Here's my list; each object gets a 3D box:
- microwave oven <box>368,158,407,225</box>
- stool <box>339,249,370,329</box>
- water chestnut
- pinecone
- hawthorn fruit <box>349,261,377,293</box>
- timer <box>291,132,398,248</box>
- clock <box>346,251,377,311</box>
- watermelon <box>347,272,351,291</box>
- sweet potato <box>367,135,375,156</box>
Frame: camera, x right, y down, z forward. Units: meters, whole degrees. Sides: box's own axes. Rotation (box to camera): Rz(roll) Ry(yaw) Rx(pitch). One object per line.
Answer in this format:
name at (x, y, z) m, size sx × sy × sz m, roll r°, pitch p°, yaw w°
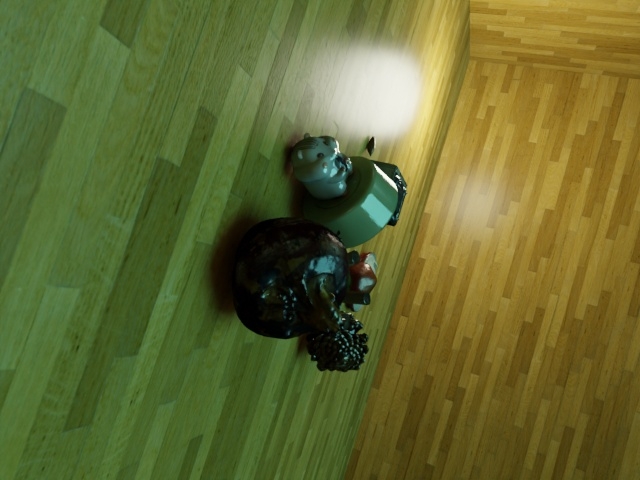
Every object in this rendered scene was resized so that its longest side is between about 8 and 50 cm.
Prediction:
microwave oven at (0.258, -0.195, 1.896) m, size 0.295 × 0.181 × 0.237 m, roll 26°, pitch 80°, yaw -70°
stool at (0.023, 0.158, 1.436) m, size 0.272 × 0.179 × 0.271 m, roll 11°, pitch 77°, yaw -51°
water chestnut at (-0.061, 0.115, 1.091) m, size 0.336 × 0.347 × 0.335 m, roll -16°, pitch 134°, yaw -17°
pinecone at (0.067, 0.398, 1.771) m, size 0.264 × 0.264 × 0.264 m, roll 16°, pitch 90°, yaw -70°
hawthorn fruit at (0.155, 0.181, 1.980) m, size 0.204 × 0.163 × 0.162 m, roll -12°, pitch 117°, yaw -51°
timer at (0.034, -0.175, 1.293) m, size 0.315 × 0.291 × 0.290 m, roll 47°, pitch 58°, yaw -40°
clock at (0.221, 0.213, 2.250) m, size 0.318 × 0.080 × 0.318 m, roll 16°, pitch 90°, yaw -70°
watermelon at (0.055, 0.166, 1.722) m, size 0.232 × 0.127 × 0.204 m, roll 67°, pitch 40°, yaw -68°
sweet potato at (0.212, -0.395, 1.841) m, size 0.034 × 0.034 × 0.095 m, roll 52°, pitch 46°, yaw -65°
